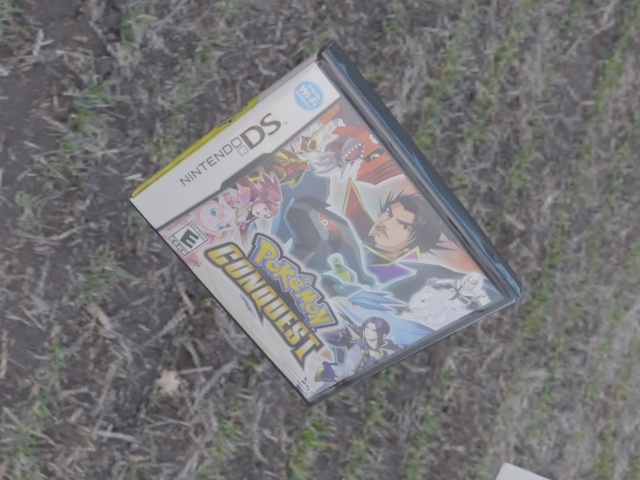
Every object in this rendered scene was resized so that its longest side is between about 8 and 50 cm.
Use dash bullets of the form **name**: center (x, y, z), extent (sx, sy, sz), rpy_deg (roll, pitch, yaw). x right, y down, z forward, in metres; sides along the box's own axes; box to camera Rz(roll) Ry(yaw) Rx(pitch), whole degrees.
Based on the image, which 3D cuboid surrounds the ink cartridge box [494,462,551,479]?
- **ink cartridge box**: center (0.153, 0.271, 0.601), extent (0.092, 0.160, 0.219), rpy_deg (41, 70, -50)

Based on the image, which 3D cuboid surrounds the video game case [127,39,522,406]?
- **video game case**: center (0.000, 0.000, 0.871), extent (0.275, 0.248, 0.035), rpy_deg (50, 30, -13)
